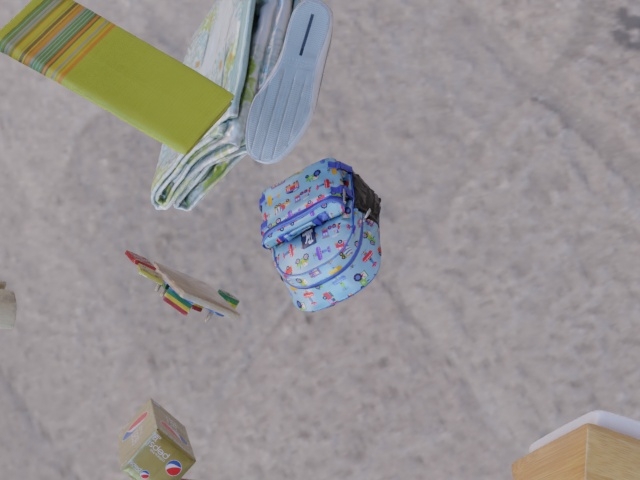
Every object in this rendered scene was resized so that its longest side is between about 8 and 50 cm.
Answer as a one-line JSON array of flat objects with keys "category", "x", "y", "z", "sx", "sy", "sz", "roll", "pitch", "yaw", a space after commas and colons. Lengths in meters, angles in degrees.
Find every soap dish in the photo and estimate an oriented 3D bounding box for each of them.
[{"category": "soap dish", "x": 0.403, "y": 0.335, "z": 1.725, "sx": 0.229, "sy": 0.118, "sz": 0.291, "roll": 19, "pitch": 157, "yaw": -4}]

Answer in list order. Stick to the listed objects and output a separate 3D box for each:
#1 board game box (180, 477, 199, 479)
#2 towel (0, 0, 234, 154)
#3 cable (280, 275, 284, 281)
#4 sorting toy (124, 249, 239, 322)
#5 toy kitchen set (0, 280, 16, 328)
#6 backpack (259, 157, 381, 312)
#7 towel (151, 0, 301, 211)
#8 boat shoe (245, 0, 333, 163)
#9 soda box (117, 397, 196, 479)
[{"category": "board game box", "x": -0.163, "y": 0.479, "z": 2.141, "sx": 0.027, "sy": 0.281, "sz": 0.145, "roll": -5, "pitch": 72, "yaw": 63}, {"category": "towel", "x": -0.213, "y": -0.173, "z": 1.318, "sx": 0.237, "sy": 0.102, "sz": 0.021, "roll": 30, "pitch": 144, "yaw": 7}, {"category": "cable", "x": -0.050, "y": 0.028, "z": 2.155, "sx": 0.150, "sy": 0.047, "sz": 0.184, "roll": 114, "pitch": 143, "yaw": -59}, {"category": "sorting toy", "x": -0.237, "y": 0.099, "z": 2.284, "sx": 0.046, "sy": 0.274, "sz": 0.132, "roll": -59, "pitch": 40, "yaw": 6}, {"category": "toy kitchen set", "x": -0.527, "y": 0.099, "z": 1.771, "sx": 0.207, "sy": 0.122, "sz": 0.166, "roll": 43, "pitch": 115, "yaw": 46}, {"category": "backpack", "x": 0.000, "y": 0.000, "z": 1.691, "sx": 0.158, "sy": 0.117, "sz": 0.173, "roll": -24, "pitch": 42, "yaw": 22}, {"category": "towel", "x": -0.145, "y": -0.251, "z": 1.944, "sx": 0.320, "sy": 0.090, "sz": 0.374, "roll": -34, "pitch": 39, "yaw": 56}, {"category": "boat shoe", "x": -0.029, "y": -0.204, "z": 1.705, "sx": 0.083, "sy": 0.076, "sz": 0.226, "roll": 24, "pitch": 92, "yaw": 13}, {"category": "soda box", "x": -0.187, "y": 0.234, "z": 1.452, "sx": 0.058, "sy": 0.181, "sz": 0.061, "roll": 42, "pitch": 86, "yaw": -9}]
